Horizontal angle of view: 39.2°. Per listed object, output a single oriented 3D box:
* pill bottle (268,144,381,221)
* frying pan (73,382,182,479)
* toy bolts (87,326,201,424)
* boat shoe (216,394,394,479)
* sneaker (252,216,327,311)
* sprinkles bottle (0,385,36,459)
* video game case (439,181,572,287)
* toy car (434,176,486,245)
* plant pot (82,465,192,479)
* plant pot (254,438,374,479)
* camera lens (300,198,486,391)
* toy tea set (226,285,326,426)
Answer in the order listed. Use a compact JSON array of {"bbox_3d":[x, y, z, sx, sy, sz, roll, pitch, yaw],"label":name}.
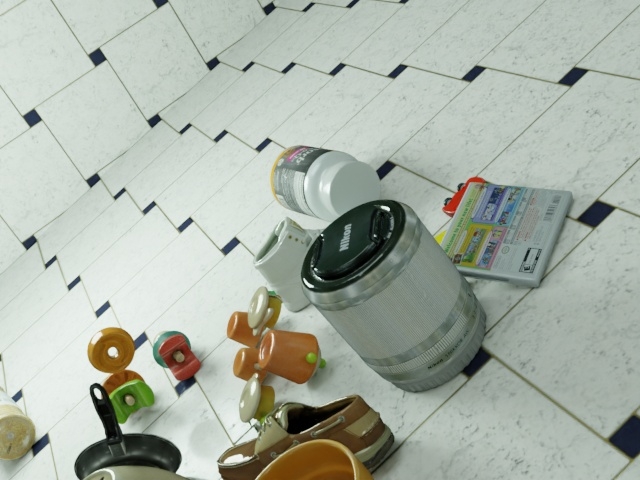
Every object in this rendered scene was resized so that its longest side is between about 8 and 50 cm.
[{"bbox_3d":[0.008,-0.128,2.042,0.162,0.162,0.278,-48,28,-14],"label":"pill bottle"},{"bbox_3d":[-0.335,0.377,1.620,0.053,0.197,0.326,-105,28,-44],"label":"frying pan"},{"bbox_3d":[-0.401,0.255,1.979,0.228,0.218,0.158,-28,18,-17],"label":"toy bolts"},{"bbox_3d":[-0.036,0.318,1.462,0.324,0.120,0.122,-20,14,28],"label":"boat shoe"},{"bbox_3d":[0.000,0.000,1.860,0.292,0.169,0.108,-39,26,-1],"label":"sneaker"},{"bbox_3d":[-0.831,0.448,2.290,0.121,0.121,0.355,-49,29,-17],"label":"sprinkles bottle"},{"bbox_3d":[0.318,-0.015,1.575,0.193,0.023,0.212,8,52,31],"label":"video game case"},{"bbox_3d":[0.211,-0.008,1.731,0.225,0.053,0.239,-17,35,38],"label":"toy car"},{"bbox_3d":[-0.333,0.495,1.526,0.284,0.191,0.284,-30,29,18],"label":"plant pot"},{"bbox_3d":[0.016,0.408,1.216,0.205,0.188,0.205,-30,30,19],"label":"plant pot"},{"bbox_3d":[0.117,0.087,1.467,0.219,0.274,0.219,-30,29,19],"label":"camera lens"},{"bbox_3d":[-0.086,0.212,1.759,0.200,0.124,0.336,-63,24,22],"label":"toy tea set"}]
